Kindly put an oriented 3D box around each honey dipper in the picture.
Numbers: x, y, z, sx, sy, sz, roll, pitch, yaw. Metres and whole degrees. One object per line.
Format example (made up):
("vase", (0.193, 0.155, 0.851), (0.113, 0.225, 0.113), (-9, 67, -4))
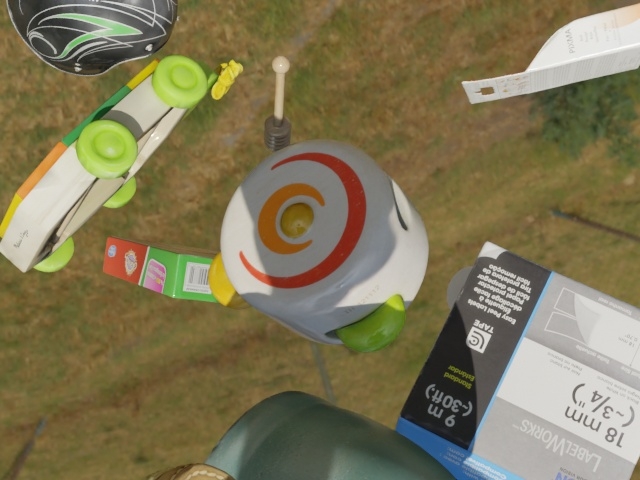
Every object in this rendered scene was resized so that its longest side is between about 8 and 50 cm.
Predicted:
("honey dipper", (-0.042, -0.143, 0.996), (0.030, 0.030, 0.161), (-11, 158, -10))

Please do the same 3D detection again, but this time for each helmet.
("helmet", (-0.247, -0.275, 1.065), (0.161, 0.169, 0.169), (-15, 157, 30))

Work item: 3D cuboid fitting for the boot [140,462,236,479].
("boot", (0.000, 0.172, 0.369), (0.095, 0.262, 0.203), (30, 124, -32))

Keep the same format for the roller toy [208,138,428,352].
("roller toy", (0.000, 0.000, 0.979), (0.209, 0.191, 0.146), (13, 166, 30))

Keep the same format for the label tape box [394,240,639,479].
("label tape box", (0.218, 0.204, 1.035), (0.240, 0.334, 0.106), (25, 166, 15))

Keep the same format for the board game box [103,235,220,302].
("board game box", (-0.181, 0.051, 1.524), (0.242, 0.064, 0.316), (9, 180, -30))

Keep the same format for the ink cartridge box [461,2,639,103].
("ink cartridge box", (0.232, -0.183, 0.953), (0.179, 0.045, 0.145), (-9, 178, 13))

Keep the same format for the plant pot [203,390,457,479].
("plant pot", (0.035, 0.279, 0.736), (0.196, 0.293, 0.293), (7, 165, 30))

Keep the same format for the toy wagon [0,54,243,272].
("toy wagon", (-0.211, -0.105, 1.047), (0.344, 0.068, 0.267), (-53, -172, -36))

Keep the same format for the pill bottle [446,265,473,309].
("pill bottle", (0.244, 0.087, 1.267), (0.094, 0.094, 0.169), (-33, 145, 31))
